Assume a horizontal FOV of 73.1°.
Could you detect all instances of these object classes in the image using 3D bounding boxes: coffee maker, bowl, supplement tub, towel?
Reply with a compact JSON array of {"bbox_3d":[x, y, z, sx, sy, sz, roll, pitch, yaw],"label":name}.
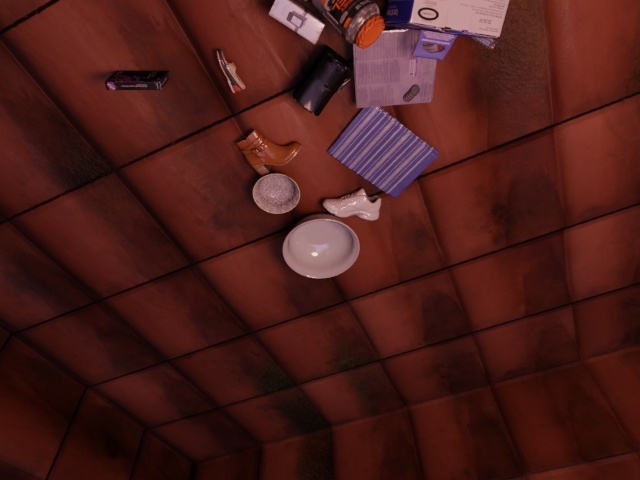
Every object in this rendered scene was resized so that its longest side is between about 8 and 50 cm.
[{"bbox_3d":[-0.002,-0.481,1.309,0.120,0.171,0.178,42,116,1],"label":"coffee maker"},{"bbox_3d":[0.000,0.000,1.709,0.298,0.134,0.298,-1,127,-2],"label":"bowl"},{"bbox_3d":[0.077,-0.610,1.146,0.190,0.117,0.117,49,118,8],"label":"supplement tub"},{"bbox_3d":[-0.160,-0.190,1.586,0.170,0.080,0.170,-1,128,-1],"label":"bowl"},{"bbox_3d":[0.227,-0.316,1.543,0.336,0.040,0.243,30,122,-22],"label":"towel"}]

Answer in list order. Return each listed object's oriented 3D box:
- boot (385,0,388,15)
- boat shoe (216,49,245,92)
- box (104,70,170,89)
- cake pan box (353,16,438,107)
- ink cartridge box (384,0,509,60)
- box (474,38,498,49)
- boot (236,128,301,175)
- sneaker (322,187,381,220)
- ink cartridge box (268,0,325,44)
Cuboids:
[{"bbox_3d":[0.293,-0.728,1.178,0.207,0.094,0.246,2,134,-9],"label":"boot"},{"bbox_3d":[-0.278,-0.526,1.337,0.043,0.049,0.137,-18,129,7],"label":"boat shoe"},{"bbox_3d":[-0.551,-0.487,1.309,0.162,0.116,0.029,0,127,-4],"label":"box"},{"bbox_3d":[0.222,-0.533,1.301,0.246,0.070,0.267,-6,142,4],"label":"cake pan box"},{"bbox_3d":[0.321,-0.650,1.042,0.270,0.151,0.395,-1,114,-19],"label":"ink cartridge box"},{"bbox_3d":[0.450,-0.604,1.257,0.094,0.137,0.027,22,123,-18],"label":"box"},{"bbox_3d":[-0.179,-0.324,1.488,0.197,0.073,0.152,-29,120,15],"label":"boot"},{"bbox_3d":[0.123,-0.150,1.639,0.232,0.090,0.115,4,122,-17],"label":"sneaker"},{"bbox_3d":[-0.066,-0.634,1.224,0.150,0.109,0.063,25,120,-21],"label":"ink cartridge box"}]
